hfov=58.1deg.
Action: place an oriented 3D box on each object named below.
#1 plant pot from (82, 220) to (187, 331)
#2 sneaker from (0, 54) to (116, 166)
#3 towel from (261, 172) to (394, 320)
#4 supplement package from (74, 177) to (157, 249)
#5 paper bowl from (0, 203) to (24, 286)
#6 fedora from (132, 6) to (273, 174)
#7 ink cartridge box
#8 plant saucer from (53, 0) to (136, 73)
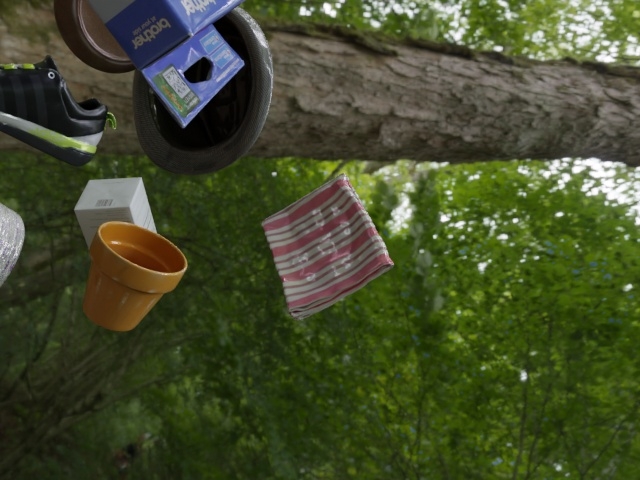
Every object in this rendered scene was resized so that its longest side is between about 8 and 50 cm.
[{"bbox_3d":[-0.431,0.090,1.283,0.205,0.205,0.188,46,-69,43],"label":"plant pot"},{"bbox_3d":[-0.333,-0.167,0.623,0.084,0.235,0.097,30,-90,38],"label":"sneaker"},{"bbox_3d":[0.000,0.000,0.757,0.029,0.144,0.197,52,11,-45],"label":"towel"},{"bbox_3d":[-0.505,-0.020,1.465,0.134,0.139,0.244,-93,179,-52],"label":"supplement package"},{"bbox_3d":[-0.795,0.023,1.235,0.284,0.148,0.284,-15,-125,22],"label":"paper bowl"},{"bbox_3d":[-0.170,-0.235,0.923,0.244,0.124,0.275,-6,-92,19],"label":"fedora"},{"bbox_3d":[-0.154,-0.258,0.450,0.065,0.186,0.311,-23,-65,21],"label":"ink cartridge box"},{"bbox_3d":[-0.285,-0.320,0.811,0.029,0.168,0.168,23,-62,40],"label":"plant saucer"}]
